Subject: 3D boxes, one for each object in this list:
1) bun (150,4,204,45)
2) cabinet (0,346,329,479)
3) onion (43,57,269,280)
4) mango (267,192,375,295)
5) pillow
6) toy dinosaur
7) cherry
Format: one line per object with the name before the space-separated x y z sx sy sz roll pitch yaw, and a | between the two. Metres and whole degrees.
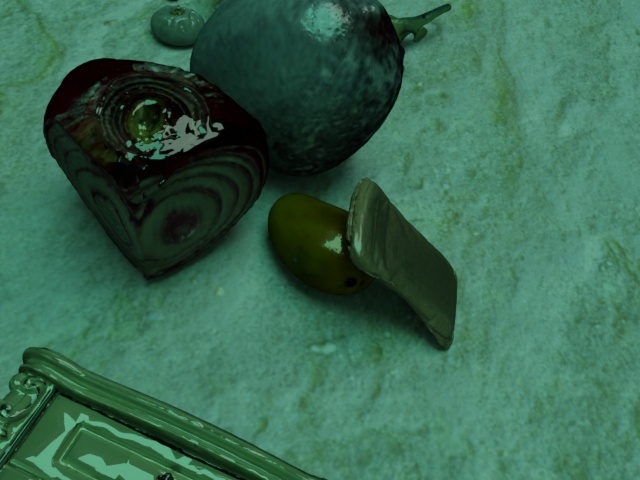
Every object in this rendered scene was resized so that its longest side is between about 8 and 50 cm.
bun | -0.218 -0.333 1.151 0.083 0.045 0.083 8 45 -8
cabinet | -0.166 0.300 0.531 0.290 0.227 0.318 24 50 4
onion | -0.183 -0.106 0.856 0.207 0.216 0.206 -32 67 -27
mango | -0.001 0.003 0.911 0.163 0.089 0.111 26 38 19
pillow | 0.102 0.024 0.887 0.211 0.034 0.135 43 42 -30
toy dinosaur | 0.089 -0.322 1.204 0.363 0.076 0.147 -21 48 -22
cherry | -0.032 -0.210 0.965 0.255 0.296 0.218 47 51 -14
